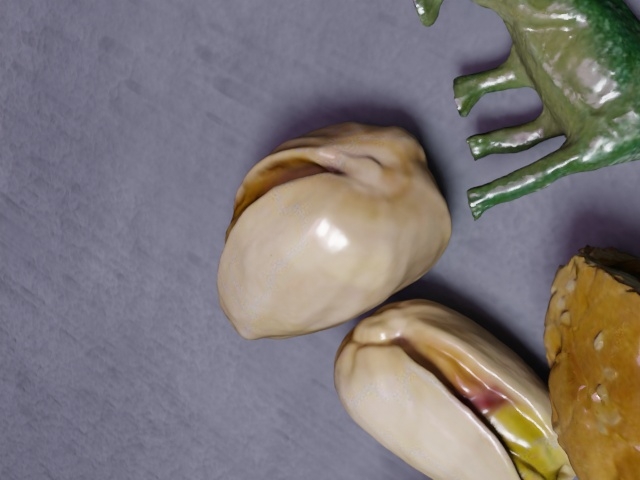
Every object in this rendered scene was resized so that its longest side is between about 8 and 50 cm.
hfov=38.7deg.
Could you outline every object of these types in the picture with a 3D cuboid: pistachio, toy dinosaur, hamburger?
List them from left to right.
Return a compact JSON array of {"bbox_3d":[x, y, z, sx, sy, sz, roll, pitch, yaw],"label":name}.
[{"bbox_3d":[0.000,0.000,0.725,0.229,0.157,0.157,-39,78,45],"label":"pistachio"},{"bbox_3d":[0.103,0.127,0.701,0.200,0.117,0.145,34,155,15],"label":"pistachio"},{"bbox_3d":[0.227,-0.124,0.589,0.301,0.087,0.447,-15,88,22],"label":"toy dinosaur"},{"bbox_3d":[0.280,0.149,0.558,0.330,0.162,0.209,20,109,23],"label":"hamburger"}]
